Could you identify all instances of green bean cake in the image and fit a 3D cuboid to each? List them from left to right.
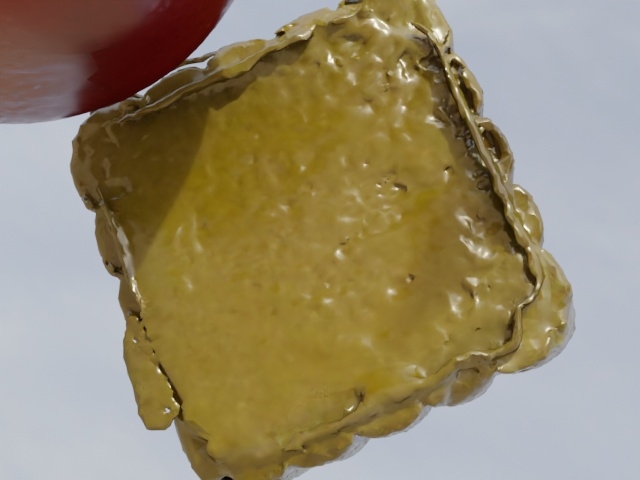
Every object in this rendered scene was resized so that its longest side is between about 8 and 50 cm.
[{"bbox_3d":[0.000,0.000,0.815,0.131,0.224,0.230,37,30,-75],"label":"green bean cake"}]

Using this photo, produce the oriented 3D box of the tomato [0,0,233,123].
[{"bbox_3d":[-0.125,-0.183,0.667,0.226,0.299,0.298,29,-28,-4],"label":"tomato"}]
